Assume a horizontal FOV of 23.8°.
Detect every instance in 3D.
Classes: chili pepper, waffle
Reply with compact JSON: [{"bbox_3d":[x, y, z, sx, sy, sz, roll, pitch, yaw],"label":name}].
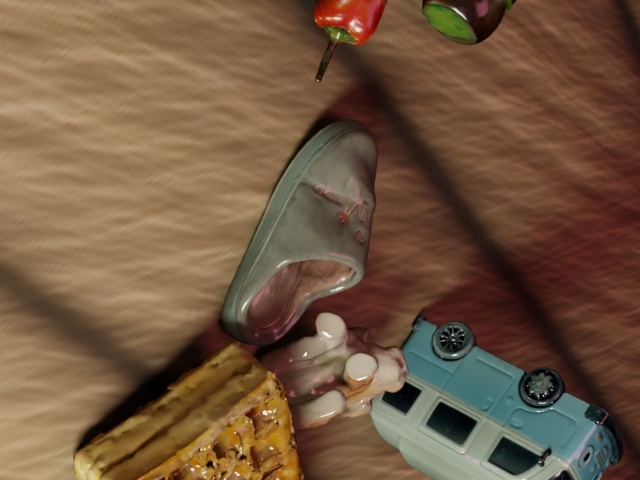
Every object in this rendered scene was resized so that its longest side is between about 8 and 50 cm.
[{"bbox_3d":[0.052,-0.261,1.437,0.063,0.071,0.272,35,70,-19],"label":"chili pepper"},{"bbox_3d":[-0.113,0.265,1.467,0.213,0.091,0.308,-35,138,-27],"label":"waffle"}]

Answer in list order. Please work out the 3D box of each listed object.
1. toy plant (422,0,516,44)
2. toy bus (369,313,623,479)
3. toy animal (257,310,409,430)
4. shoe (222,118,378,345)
[{"bbox_3d":[0.174,-0.287,1.577,0.162,0.092,0.093,-57,148,-15],"label":"toy plant"},{"bbox_3d":[0.199,0.221,1.775,0.165,0.271,0.133,-53,146,-16],"label":"toy bus"},{"bbox_3d":[-0.006,0.157,1.619,0.184,0.104,0.185,-36,171,11],"label":"toy animal"},{"bbox_3d":[0.000,0.000,1.490,0.251,0.100,0.103,-60,148,-7],"label":"shoe"}]
